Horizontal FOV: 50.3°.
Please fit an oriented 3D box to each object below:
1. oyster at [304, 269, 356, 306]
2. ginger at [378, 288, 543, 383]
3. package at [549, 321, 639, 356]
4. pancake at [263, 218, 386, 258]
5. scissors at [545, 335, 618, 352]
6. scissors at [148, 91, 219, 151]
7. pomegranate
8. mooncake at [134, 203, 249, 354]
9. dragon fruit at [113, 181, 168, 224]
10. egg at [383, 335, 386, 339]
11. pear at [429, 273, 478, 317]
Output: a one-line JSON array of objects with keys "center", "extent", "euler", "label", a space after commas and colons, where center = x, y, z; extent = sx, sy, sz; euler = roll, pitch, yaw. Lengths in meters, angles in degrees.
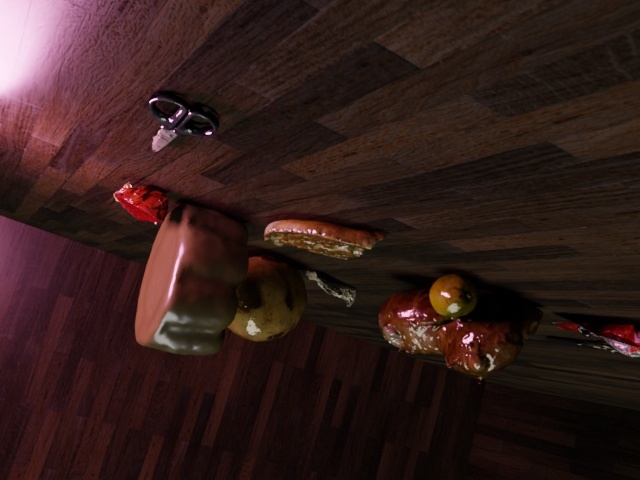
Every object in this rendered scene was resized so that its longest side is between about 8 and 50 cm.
[{"center": [0.029, 0.135, 2.135], "extent": [0.106, 0.061, 0.200], "euler": [30, 175, 36], "label": "oyster"}, {"center": [0.313, 0.225, 1.677], "extent": [0.418, 0.254, 0.176], "euler": [3, 118, 30], "label": "ginger"}, {"center": [0.702, 0.227, 1.608], "extent": [0.194, 0.071, 0.269], "euler": [24, 179, -22], "label": "package"}, {"center": [0.001, -0.005, 1.517], "extent": [0.376, 0.054, 0.197], "euler": [7, 164, 43], "label": "pancake"}, {"center": [0.742, 0.293, 1.942], "extent": [0.088, 0.017, 0.220], "euler": [22, 167, -38], "label": "scissors"}, {"center": [-0.245, -0.181, 1.118], "extent": [0.109, 0.022, 0.300], "euler": [25, 167, -20], "label": "scissors"}, {"center": [-0.182, 0.173, 2.053], "extent": [0.281, 0.281, 0.281], "euler": [16, 168, 3], "label": "pomegranate"}, {"center": [-0.310, 0.103, 1.683], "extent": [0.201, 0.378, 0.378], "euler": [16, 169, -24], "label": "mooncake"}, {"center": [-0.415, -0.099, 1.589], "extent": [0.106, 0.083, 0.162], "euler": [38, 167, -29], "label": "dragon fruit"}, {"center": [0.261, 0.289, 2.318], "extent": [0.118, 0.116, 0.140], "euler": [-12, 171, 0], "label": "egg"}, {"center": [0.308, 0.129, 1.571], "extent": [0.107, 0.107, 0.131], "euler": [22, 174, -23], "label": "pear"}]
